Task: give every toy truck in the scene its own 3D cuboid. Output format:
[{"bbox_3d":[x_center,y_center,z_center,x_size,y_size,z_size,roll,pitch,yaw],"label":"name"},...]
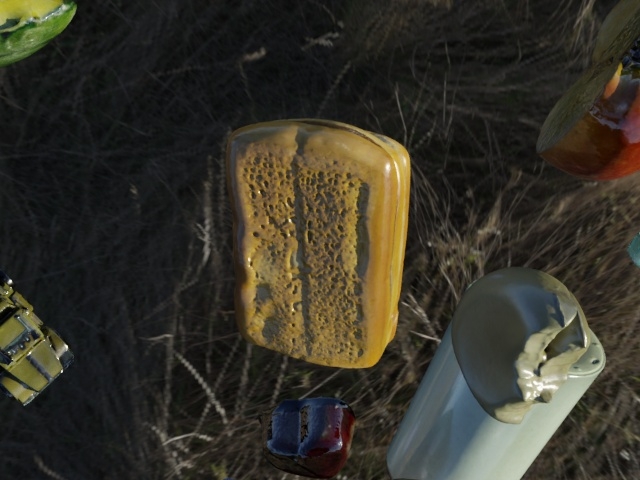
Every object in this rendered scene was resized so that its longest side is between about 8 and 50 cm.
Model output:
[{"bbox_3d":[-0.477,0.120,1.395,0.127,0.127,0.257,-45,109,-20],"label":"toy truck"}]

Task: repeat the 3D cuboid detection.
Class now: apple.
[{"bbox_3d":[0.510,-0.270,1.611,0.295,0.365,0.328,-9,93,0],"label":"apple"}]

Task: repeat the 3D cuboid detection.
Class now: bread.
[{"bbox_3d":[0.000,0.000,0.676,0.116,0.077,0.200,13,129,17],"label":"bread"}]

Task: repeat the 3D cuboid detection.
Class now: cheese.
[{"bbox_3d":[0.239,0.116,1.153,0.091,0.202,0.175,-7,65,-28],"label":"cheese"}]

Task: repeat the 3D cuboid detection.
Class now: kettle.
[{"bbox_3d":[0.305,0.270,1.679,0.250,0.361,0.376,32,118,15],"label":"kettle"}]

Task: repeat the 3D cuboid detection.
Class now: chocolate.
[{"bbox_3d":[-0.021,0.293,1.357,0.149,0.080,0.125,-8,127,19],"label":"chocolate"}]

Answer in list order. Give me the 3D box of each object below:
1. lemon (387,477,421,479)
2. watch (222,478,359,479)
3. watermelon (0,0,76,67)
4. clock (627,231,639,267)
[{"bbox_3d":[0.078,0.266,0.470,0.293,0.293,0.293,-1,84,9],"label":"lemon"},{"bbox_3d":[-0.052,0.504,1.623,0.275,0.305,0.241,15,69,7],"label":"watch"},{"bbox_3d":[-0.310,-0.186,0.596,0.301,0.123,0.129,36,86,-2],"label":"watermelon"},{"bbox_3d":[0.555,0.040,1.511,0.135,0.101,0.041,27,109,-2],"label":"clock"}]
